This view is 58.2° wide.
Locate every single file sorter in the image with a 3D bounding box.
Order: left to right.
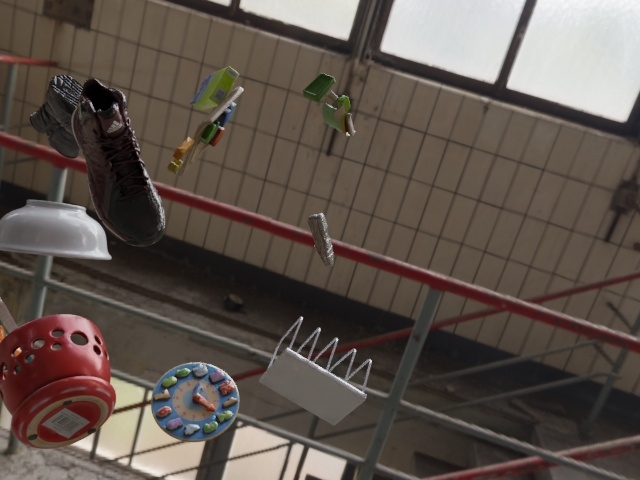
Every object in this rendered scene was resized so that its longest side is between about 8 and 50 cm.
[{"bbox_3d":[-0.006,0.397,1.774,0.277,0.193,0.173,32,41,-6],"label":"file sorter"}]

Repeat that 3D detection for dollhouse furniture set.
[{"bbox_3d":[0.016,-0.254,1.145,0.076,0.058,0.152,30,-20,28],"label":"dollhouse furniture set"}]

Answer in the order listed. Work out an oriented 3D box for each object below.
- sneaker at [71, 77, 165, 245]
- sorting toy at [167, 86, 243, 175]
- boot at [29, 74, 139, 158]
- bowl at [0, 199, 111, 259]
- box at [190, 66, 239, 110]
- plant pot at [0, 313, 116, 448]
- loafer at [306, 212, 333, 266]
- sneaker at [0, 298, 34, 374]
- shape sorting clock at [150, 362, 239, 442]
[{"bbox_3d":[-0.332,-0.134,0.928,0.106,0.162,0.281,-25,80,-27],"label":"sneaker"},{"bbox_3d":[-0.314,-0.262,1.532,0.041,0.229,0.307,36,45,-8],"label":"sorting toy"},{"bbox_3d":[-0.704,-0.310,1.728,0.338,0.222,0.118,49,42,-3],"label":"boot"},{"bbox_3d":[-0.690,-0.029,1.488,0.297,0.134,0.298,6,-4,0],"label":"bowl"},{"bbox_3d":[-0.302,-0.425,1.625,0.042,0.109,0.178,34,-10,-28],"label":"box"},{"bbox_3d":[-0.466,0.255,1.028,0.191,0.191,0.174,2,35,-42],"label":"plant pot"},{"bbox_3d":[0.000,0.000,1.302,0.039,0.125,0.045,-7,16,19],"label":"loafer"},{"bbox_3d":[-0.767,0.249,1.344,0.108,0.302,0.121,6,37,30],"label":"sneaker"},{"bbox_3d":[-0.295,0.377,1.361,0.206,0.040,0.206,12,41,-11],"label":"shape sorting clock"}]
